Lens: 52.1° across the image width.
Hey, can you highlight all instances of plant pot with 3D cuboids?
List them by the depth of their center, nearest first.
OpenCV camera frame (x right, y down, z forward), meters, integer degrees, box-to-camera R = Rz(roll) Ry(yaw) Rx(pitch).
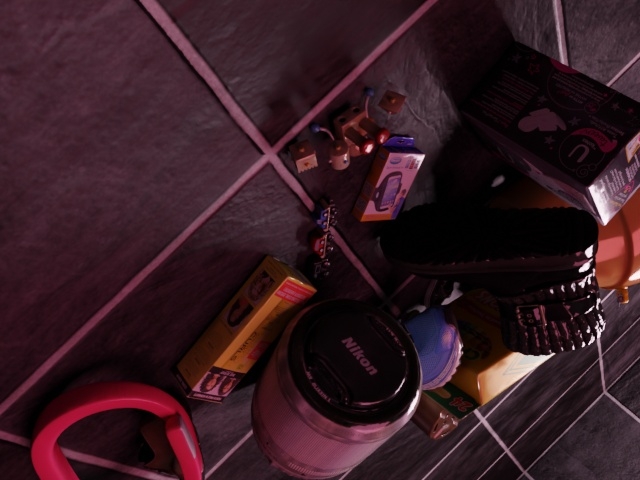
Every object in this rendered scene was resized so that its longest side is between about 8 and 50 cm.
[{"bbox_3d":[0.451,-0.023,1.221,0.204,0.291,0.291,-21,140,-5],"label":"plant pot"},{"bbox_3d":[0.225,0.322,1.399,0.167,0.165,0.167,-25,139,-25],"label":"plant pot"}]

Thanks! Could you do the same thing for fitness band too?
[{"bbox_3d":[-0.279,0.305,0.917,0.209,0.054,0.290,-9,129,-5],"label":"fitness band"}]

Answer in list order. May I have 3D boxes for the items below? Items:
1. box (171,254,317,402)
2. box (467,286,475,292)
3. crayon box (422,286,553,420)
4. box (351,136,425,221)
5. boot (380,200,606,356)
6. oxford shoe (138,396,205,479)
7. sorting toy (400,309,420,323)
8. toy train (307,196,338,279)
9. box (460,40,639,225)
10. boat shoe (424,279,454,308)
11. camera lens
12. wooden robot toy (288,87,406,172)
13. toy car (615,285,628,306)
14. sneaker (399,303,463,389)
[{"bbox_3d":[-0.113,0.135,0.974,0.232,0.058,0.087,-50,144,5],"label":"box"},{"bbox_3d":[0.451,0.077,1.437,0.159,0.044,0.233,34,99,-29],"label":"box"},{"bbox_3d":[0.313,0.190,1.256,0.319,0.202,0.081,-28,121,-23],"label":"crayon box"},{"bbox_3d":[0.106,-0.093,0.999,0.081,0.028,0.136,-5,130,-41],"label":"box"},{"bbox_3d":[0.286,0.072,1.081,0.260,0.348,0.131,67,35,-45],"label":"boot"},{"bbox_3d":[-0.238,0.331,1.039,0.096,0.082,0.227,-16,134,-12],"label":"oxford shoe"},{"bbox_3d":[0.169,0.181,1.320,0.061,0.042,0.102,-35,133,-40],"label":"sorting toy"},{"bbox_3d":[0.000,0.000,0.986,0.036,0.027,0.158,-13,134,-22],"label":"toy train"},{"bbox_3d":[0.365,-0.161,1.001,0.142,0.247,0.163,-49,144,5],"label":"box"},{"bbox_3d":[0.243,0.092,1.300,0.049,0.040,0.142,-18,136,-33],"label":"boat shoe"},{"bbox_3d":[0.016,0.236,1.018,0.219,0.219,0.274,-20,155,-30],"label":"camera lens"},{"bbox_3d":[0.043,-0.129,0.871,0.173,0.076,0.079,-36,154,-13],"label":"wooden robot toy"},{"bbox_3d":[0.482,0.110,1.169,0.060,0.040,0.122,6,163,-38],"label":"toy car"},{"bbox_3d":[0.123,0.218,1.179,0.147,0.129,0.330,13,138,-30],"label":"sneaker"}]
